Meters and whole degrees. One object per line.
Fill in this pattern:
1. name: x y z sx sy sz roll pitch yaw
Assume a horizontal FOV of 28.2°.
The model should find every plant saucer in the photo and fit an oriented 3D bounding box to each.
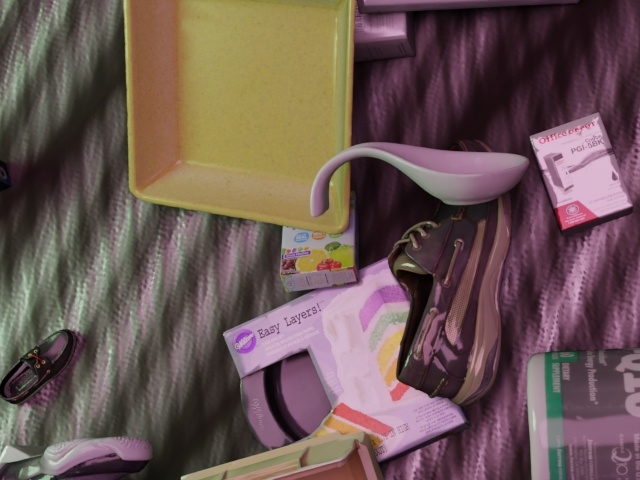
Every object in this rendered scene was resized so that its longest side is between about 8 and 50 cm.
1. plant saucer: -0.097 -0.198 1.696 0.333 0.081 0.332 10 113 22

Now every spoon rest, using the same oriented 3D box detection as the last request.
1. spoon rest: 0.118 -0.084 1.569 0.276 0.137 0.084 -6 103 16

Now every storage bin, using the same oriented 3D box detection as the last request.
1. storage bin: -0.030 0.399 1.584 0.260 0.123 0.262 -17 98 9

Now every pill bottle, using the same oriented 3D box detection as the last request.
1. pill bottle: 0.433 0.227 1.518 0.361 0.204 0.204 -3 80 11

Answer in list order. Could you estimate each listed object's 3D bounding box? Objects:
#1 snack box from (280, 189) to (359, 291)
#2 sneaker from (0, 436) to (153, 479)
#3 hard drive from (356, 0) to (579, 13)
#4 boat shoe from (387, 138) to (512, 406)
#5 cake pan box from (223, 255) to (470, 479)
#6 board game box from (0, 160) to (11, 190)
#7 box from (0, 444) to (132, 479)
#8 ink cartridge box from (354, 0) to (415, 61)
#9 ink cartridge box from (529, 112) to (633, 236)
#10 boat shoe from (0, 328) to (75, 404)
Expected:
1. snack box: 0.000 0.000 1.697 0.100 0.037 0.141 -7 46 10
2. sneaker: -0.308 0.321 1.491 0.269 0.101 0.153 -16 78 13
3. hard drive: 0.189 -0.409 1.701 0.307 0.040 0.203 -5 79 -12
4. boat shoe: 0.159 0.027 1.609 0.130 0.132 0.355 10 66 -12
5. cake pan box: 0.028 0.183 1.681 0.267 0.070 0.245 -24 74 7
6. board game box: -0.583 -0.065 1.798 0.243 0.165 0.042 -22 77 8
7. box: -0.374 0.454 1.640 0.168 0.215 0.345 26 87 14
8. ink cartridge box: 0.013 -0.329 1.756 0.219 0.092 0.160 -4 79 12
9. ink cartridge box: 0.340 -0.086 1.666 0.099 0.056 0.135 -20 78 9
10. boat shoe: -0.395 0.176 1.782 0.133 0.042 0.049 -46 73 0
